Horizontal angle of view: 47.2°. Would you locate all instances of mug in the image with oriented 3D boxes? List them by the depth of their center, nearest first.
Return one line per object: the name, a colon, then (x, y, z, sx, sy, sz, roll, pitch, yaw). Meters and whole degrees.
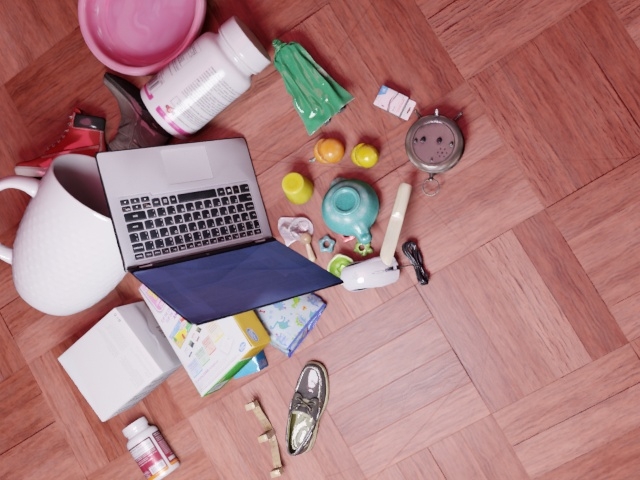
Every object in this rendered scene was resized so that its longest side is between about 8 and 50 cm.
mug: (-0.617, -0.014, 1.721, 0.374, 0.276, 0.328, 27, 112, -24)

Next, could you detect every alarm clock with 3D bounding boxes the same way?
alarm clock: (0.252, -0.195, 1.629, 0.129, 0.064, 0.192, 5, 96, 14)

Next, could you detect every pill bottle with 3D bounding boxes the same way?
pill bottle: (-0.264, -0.379, 1.705, 0.283, 0.160, 0.160, -37, 82, 13)
pill bottle: (-0.422, 0.516, 1.809, 0.086, 0.086, 0.152, -36, 82, 13)

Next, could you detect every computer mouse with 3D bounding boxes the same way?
computer mouse: (0.141, 0.070, 1.646, 0.193, 0.042, 0.106, -14, 88, -4)

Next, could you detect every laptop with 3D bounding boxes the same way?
laptop: (-0.213, -0.045, 1.558, 0.236, 0.382, 0.407, -20, 85, 51)

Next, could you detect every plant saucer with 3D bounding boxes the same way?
plant saucer: (-0.424, -0.563, 1.783, 0.332, 0.084, 0.332, 1, 92, 14)

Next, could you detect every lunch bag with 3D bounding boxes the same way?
lunch bag: (-0.078, 0.173, 1.708, 0.129, 0.096, 0.151, 33, 70, 11)

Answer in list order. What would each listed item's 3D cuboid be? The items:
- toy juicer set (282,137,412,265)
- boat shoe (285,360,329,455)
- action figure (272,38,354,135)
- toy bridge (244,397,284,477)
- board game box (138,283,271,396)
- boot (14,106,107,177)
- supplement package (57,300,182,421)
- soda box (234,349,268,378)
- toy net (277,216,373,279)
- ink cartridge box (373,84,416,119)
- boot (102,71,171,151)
toy juicer set: (0.088, -0.107, 1.665, 0.329, 0.089, 0.209, 35, 87, 20)
boat shoe: (-0.034, 0.397, 1.710, 0.080, 0.073, 0.223, 13, 95, 14)
action figure: (-0.038, -0.376, 1.696, 0.137, 0.063, 0.232, -37, 86, 15)
toy bridge: (-0.129, 0.463, 1.742, 0.026, 0.063, 0.188, -23, 84, 14)
board game box: (-0.277, 0.169, 1.705, 0.242, 0.064, 0.316, -45, 71, 36)
boot: (-0.657, -0.243, 1.853, 0.244, 0.088, 0.176, -5, 90, 7)
supplement package: (-0.478, 0.290, 1.784, 0.203, 0.149, 0.194, -40, 82, 12)
soda box: (-0.199, 0.217, 1.752, 0.071, 0.067, 0.210, -21, 86, 14)
toy net: (0.000, 0.000, 1.706, 0.232, 0.045, 0.122, 33, 99, 12)
ink cartridge box: (0.169, -0.312, 1.662, 0.083, 0.028, 0.048, 28, 98, 12)
boot: (-0.484, -0.287, 1.811, 0.246, 0.083, 0.161, 45, 107, 11)
